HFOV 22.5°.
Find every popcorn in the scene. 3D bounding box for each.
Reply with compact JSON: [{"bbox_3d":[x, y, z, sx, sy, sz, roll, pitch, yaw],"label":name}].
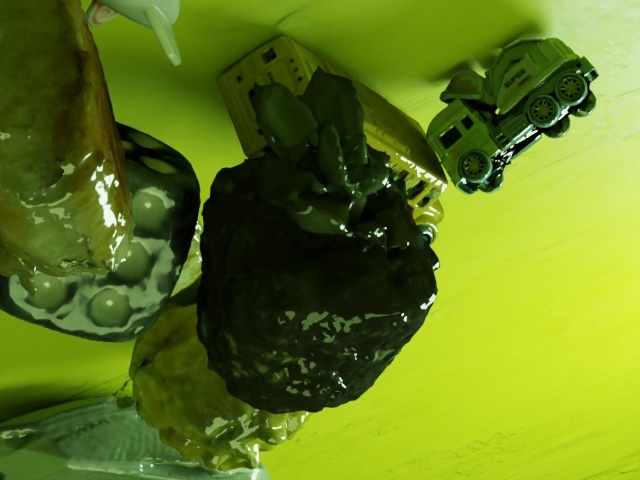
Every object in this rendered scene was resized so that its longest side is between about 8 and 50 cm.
[{"bbox_3d":[-0.112,0.161,1.976,0.249,0.249,0.225,-22,180,8],"label":"popcorn"}]

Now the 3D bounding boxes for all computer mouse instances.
[{"bbox_3d":[-0.271,0.286,2.162,0.429,0.145,0.228,9,150,-19],"label":"computer mouse"}]

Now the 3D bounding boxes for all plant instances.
[{"bbox_3d":[0.000,0.000,1.509,0.213,0.215,0.312,-1,135,-21],"label":"plant"}]

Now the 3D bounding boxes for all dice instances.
[{"bbox_3d":[-0.229,-0.018,1.555,0.181,0.183,0.182,17,105,-21],"label":"dice"}]

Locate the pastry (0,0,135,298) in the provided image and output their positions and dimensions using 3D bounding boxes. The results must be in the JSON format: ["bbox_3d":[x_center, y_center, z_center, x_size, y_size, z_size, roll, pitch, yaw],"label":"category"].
[{"bbox_3d":[-0.221,-0.092,1.239,0.120,0.257,0.236,-13,166,-4],"label":"pastry"}]

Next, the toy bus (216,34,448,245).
[{"bbox_3d":[0.032,-0.094,1.696,0.123,0.121,0.335,-38,144,20],"label":"toy bus"}]

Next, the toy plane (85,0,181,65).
[{"bbox_3d":[-0.175,-0.250,1.319,0.252,0.118,0.252,-13,148,-9],"label":"toy plane"}]

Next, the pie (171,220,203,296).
[{"bbox_3d":[-0.229,0.010,1.763,0.201,0.090,0.248,-30,149,5],"label":"pie"}]

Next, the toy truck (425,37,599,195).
[{"bbox_3d":[0.197,-0.144,1.703,0.191,0.116,0.085,-39,162,11],"label":"toy truck"}]
